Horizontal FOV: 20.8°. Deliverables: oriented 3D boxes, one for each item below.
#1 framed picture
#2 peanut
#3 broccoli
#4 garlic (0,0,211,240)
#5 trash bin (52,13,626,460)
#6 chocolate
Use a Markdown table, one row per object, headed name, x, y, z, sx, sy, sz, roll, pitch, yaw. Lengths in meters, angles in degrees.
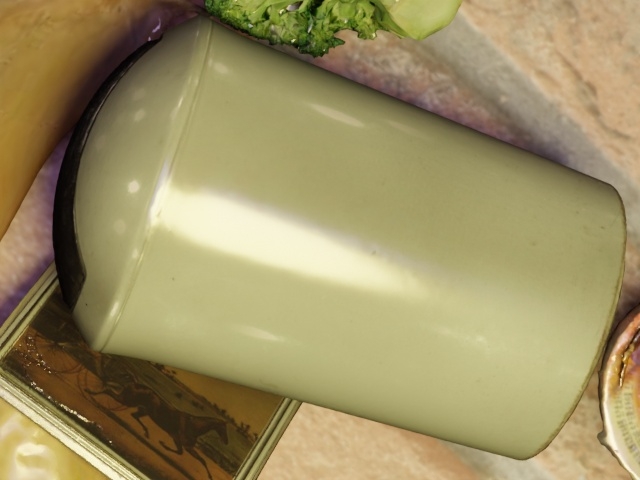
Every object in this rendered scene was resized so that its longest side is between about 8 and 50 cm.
| name | x | y | z | sx | sy | sz | roll | pitch | yaw |
| --- | --- | --- | --- | --- | --- | --- | --- | --- | --- |
| framed picture | -0.146 | 0.118 | 1.469 | 0.252 | 0.014 | 0.197 | 38 | 48 | -6 |
| peanut | -0.245 | 0.244 | 1.468 | 0.148 | 0.147 | 0.318 | 2 | 90 | -5 |
| broccoli | 0.022 | -0.256 | 1.397 | 0.270 | 0.270 | 0.270 | -21 | 133 | -25 |
| garlic | -0.250 | -0.141 | 1.466 | 0.338 | 0.151 | 0.196 | -49 | 123 | -8 |
| trash bin | 0.000 | 0.000 | 1.408 | 0.432 | 0.280 | 0.280 | 19 | 92 | -10 |
| chocolate | 0.323 | 0.127 | 1.505 | 0.221 | 0.147 | 0.221 | 0 | 90 | -6 |
